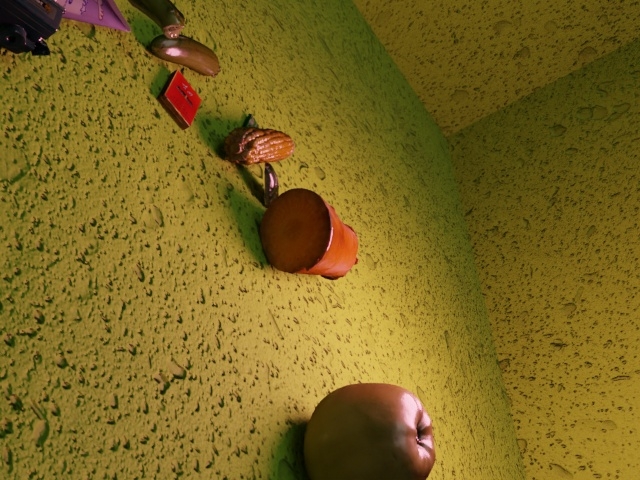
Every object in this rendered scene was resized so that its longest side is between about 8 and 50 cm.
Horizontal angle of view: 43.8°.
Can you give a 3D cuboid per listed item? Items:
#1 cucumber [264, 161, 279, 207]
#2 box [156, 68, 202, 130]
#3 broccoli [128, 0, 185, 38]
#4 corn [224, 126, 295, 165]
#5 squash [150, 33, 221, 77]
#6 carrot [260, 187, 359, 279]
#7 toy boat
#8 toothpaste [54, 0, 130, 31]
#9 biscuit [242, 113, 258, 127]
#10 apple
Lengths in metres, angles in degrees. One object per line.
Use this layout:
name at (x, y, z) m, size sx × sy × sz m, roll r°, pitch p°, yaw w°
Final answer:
cucumber at (-0.115, -0.136, 1.872) m, size 0.107 × 0.035 × 0.067 m, roll 90°, pitch 0°, yaw -46°
box at (-0.303, -0.304, 1.720) m, size 0.090 × 0.023 × 0.133 m, roll 55°, pitch 23°, yaw -27°
broccoli at (-0.371, -0.532, 1.599) m, size 0.304 × 0.145 × 0.165 m, roll 54°, pitch 19°, yaw 6°
corn at (-0.143, -0.225, 1.901) m, size 0.097 × 0.097 × 0.320 m, roll 64°, pitch 19°, yaw 2°
squash at (-0.297, -0.422, 1.806) m, size 0.258 × 0.069 × 0.069 m, roll 1°, pitch 65°, yaw -66°
carrot at (0.000, 0.000, 1.847) m, size 0.254 × 0.196 × 0.195 m, roll 21°, pitch 47°, yaw -60°
toy boat at (-0.524, -0.394, 1.183) m, size 0.296 × 0.114 × 0.122 m, roll 36°, pitch 41°, yaw -51°
toothpaste at (-0.462, -0.453, 1.478) m, size 0.125 × 0.080 × 0.371 m, roll 59°, pitch 13°, yaw -4°
biscuit at (-0.176, -0.286, 2.000) m, size 0.046 × 0.016 × 0.089 m, roll 55°, pitch 23°, yaw -24°
apple at (0.095, 0.402, 1.550) m, size 0.262 × 0.262 × 0.262 m, roll 49°, pitch 26°, yaw -33°
